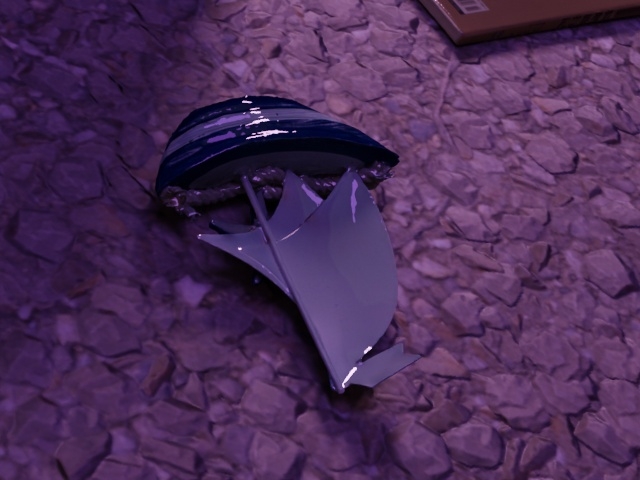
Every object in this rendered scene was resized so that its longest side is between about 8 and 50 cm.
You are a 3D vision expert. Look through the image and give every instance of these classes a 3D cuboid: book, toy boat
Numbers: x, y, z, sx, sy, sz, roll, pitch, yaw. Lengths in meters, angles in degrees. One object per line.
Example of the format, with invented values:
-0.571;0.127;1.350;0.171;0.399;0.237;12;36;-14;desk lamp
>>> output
0.210;-0.308;1.580;0.310;0.021;0.217;-14;55;-34;book
-0.030;-0.008;1.149;0.210;0.070;0.292;10;48;-12;toy boat
